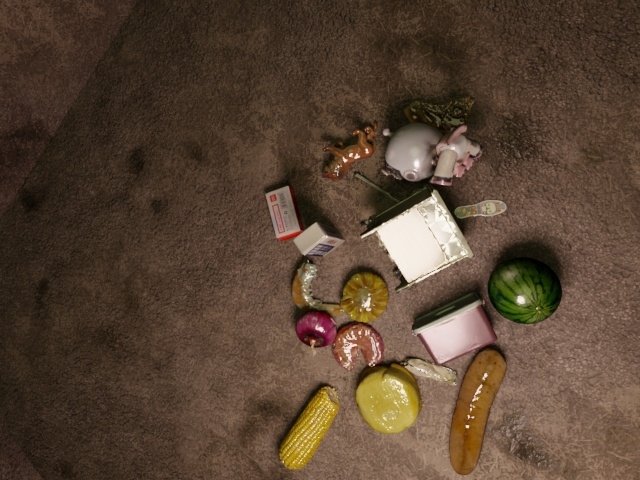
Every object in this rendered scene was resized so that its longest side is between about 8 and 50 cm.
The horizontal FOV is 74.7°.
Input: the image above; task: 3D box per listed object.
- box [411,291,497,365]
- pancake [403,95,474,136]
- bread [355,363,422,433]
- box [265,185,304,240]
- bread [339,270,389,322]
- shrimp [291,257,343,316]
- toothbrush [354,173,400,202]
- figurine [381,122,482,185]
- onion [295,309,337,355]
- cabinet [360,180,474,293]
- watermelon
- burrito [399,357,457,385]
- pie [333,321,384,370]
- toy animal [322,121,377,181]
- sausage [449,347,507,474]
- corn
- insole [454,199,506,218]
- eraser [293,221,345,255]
[{"bbox_3d":[0.511,0.338,1.592,0.294,0.193,0.167,-29,84,14],"label":"box"},{"bbox_3d":[0.502,-0.515,1.706,0.245,0.057,0.266,-39,79,13],"label":"pancake"},{"bbox_3d":[0.267,0.630,1.670,0.270,0.148,0.269,2,96,20],"label":"bread"},{"bbox_3d":[-0.161,-0.123,1.897,0.123,0.050,0.229,-18,82,17],"label":"box"},{"bbox_3d":[0.184,0.236,1.736,0.214,0.105,0.213,-1,86,7],"label":"bread"},{"bbox_3d":[-0.028,0.235,1.826,0.185,0.068,0.287,-44,78,12],"label":"shrimp"},{"bbox_3d":[0.264,-0.210,1.782,0.295,0.026,0.028,31,78,16],"label":"toothbrush"},{"bbox_3d":[0.412,-0.345,1.602,0.362,0.253,0.210,17,131,54],"label":"figurine"},{"bbox_3d":[-0.019,0.375,1.763,0.178,0.153,0.177,8,109,23],"label":"onion"},{"bbox_3d":[0.356,-0.013,1.601,0.318,0.227,0.289,-31,101,15],"label":"cabinet"},{"bbox_3d":[0.729,0.178,1.504,0.243,0.242,0.241,-1,87,17],"label":"watermelon"},{"bbox_3d":[0.431,0.520,1.674,0.230,0.058,0.062,12,95,20],"label":"burrito"},{"bbox_3d":[0.154,0.450,1.764,0.219,0.054,0.204,-25,80,14],"label":"pie"},{"bbox_3d":[0.132,-0.373,1.808,0.313,0.097,0.157,-26,92,12],"label":"toy animal"},{"bbox_3d":[0.578,0.647,1.588,0.137,0.123,0.499,15,92,-11],"label":"sausage"},{"bbox_3d":[-0.044,0.797,1.762,0.144,0.144,0.387,35,98,16],"label":"corn"},{"bbox_3d":[0.636,-0.125,1.672,0.198,0.004,0.065,-7,85,17],"label":"insole"},{"bbox_3d":[0.000,0.000,1.720,0.124,0.279,0.081,-39,76,12],"label":"eraser"}]
